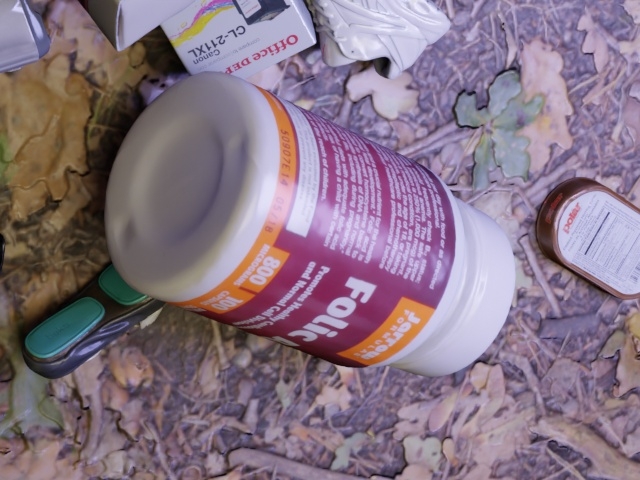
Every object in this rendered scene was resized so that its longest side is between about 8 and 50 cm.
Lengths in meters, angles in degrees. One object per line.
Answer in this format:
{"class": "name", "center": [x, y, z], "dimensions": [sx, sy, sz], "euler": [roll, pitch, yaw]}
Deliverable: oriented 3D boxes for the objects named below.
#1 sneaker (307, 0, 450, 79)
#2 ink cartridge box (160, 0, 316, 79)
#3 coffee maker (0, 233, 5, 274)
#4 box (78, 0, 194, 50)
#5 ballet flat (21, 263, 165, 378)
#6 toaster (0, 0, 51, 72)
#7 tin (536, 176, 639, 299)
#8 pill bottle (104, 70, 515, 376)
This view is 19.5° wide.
{"class": "sneaker", "center": [0.025, -0.234, 1.874], "dimensions": [0.232, 0.090, 0.115], "euler": [32, 94, -32]}
{"class": "ink cartridge box", "center": [-0.098, -0.243, 1.786], "dimensions": [0.127, 0.072, 0.175], "euler": [-27, 120, 7]}
{"class": "coffee maker", "center": [-0.379, 0.011, 1.687], "dimensions": [0.178, 0.171, 0.120], "euler": [30, 75, -35]}
{"class": "box", "center": [-0.188, -0.311, 1.640], "dimensions": [0.149, 0.127, 0.232], "euler": [-37, 82, -13]}
{"class": "ballet flat", "center": [-0.210, 0.072, 1.868], "dimensions": [0.203, 0.074, 0.074], "euler": [-37, 121, -20]}
{"class": "toaster", "center": [-0.346, -0.235, 1.646], "dimensions": [0.146, 0.129, 0.227], "euler": [-27, 119, -16]}
{"class": "tin", "center": [0.330, -0.001, 2.151], "dimensions": [0.190, 0.040, 0.106], "euler": [29, 88, -33]}
{"class": "pill bottle", "center": [0.000, 0.000, 1.844], "dimensions": [0.392, 0.224, 0.224], "euler": [22, 95, -42]}
